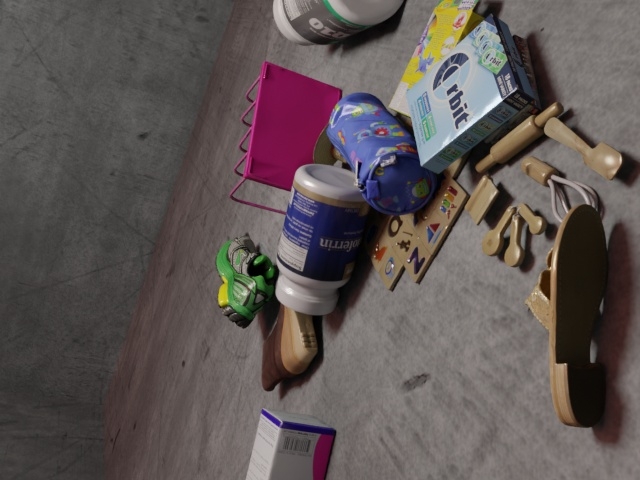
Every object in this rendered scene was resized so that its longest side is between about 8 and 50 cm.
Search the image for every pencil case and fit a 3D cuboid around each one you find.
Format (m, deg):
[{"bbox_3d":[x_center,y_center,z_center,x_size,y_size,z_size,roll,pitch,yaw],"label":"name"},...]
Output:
[{"bbox_3d":[0.096,-0.158,1.159,0.306,0.133,0.119,-112,18,-56],"label":"pencil case"}]

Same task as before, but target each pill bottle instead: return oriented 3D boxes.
[{"bbox_3d":[0.028,-0.562,1.494,0.361,0.204,0.204,15,90,67],"label":"pill bottle"},{"bbox_3d":[0.000,0.000,1.255,0.153,0.153,0.265,-122,41,-60],"label":"pill bottle"}]

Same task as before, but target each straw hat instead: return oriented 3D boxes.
[{"bbox_3d":[0.053,-0.201,1.386,0.061,0.144,0.144,33,111,24],"label":"straw hat"}]

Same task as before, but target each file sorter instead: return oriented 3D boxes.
[{"bbox_3d":[-0.092,-0.228,1.560,0.182,0.202,0.291,-31,49,60],"label":"file sorter"}]

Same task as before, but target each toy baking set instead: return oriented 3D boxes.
[{"bbox_3d":[0.282,-0.076,0.852,0.256,0.030,0.197,-46,39,48],"label":"toy baking set"}]

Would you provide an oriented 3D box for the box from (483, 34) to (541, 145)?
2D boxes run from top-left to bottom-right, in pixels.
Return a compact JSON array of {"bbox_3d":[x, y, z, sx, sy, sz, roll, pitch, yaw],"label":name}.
[{"bbox_3d":[0.271,-0.219,0.959,0.094,0.027,0.137,-44,38,51],"label":"box"}]

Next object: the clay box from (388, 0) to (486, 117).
[{"bbox_3d":[0.207,-0.309,1.117,0.222,0.053,0.127,-64,26,12],"label":"clay box"}]

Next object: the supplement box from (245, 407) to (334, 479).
[{"bbox_3d":[-0.066,0.435,1.204,0.114,0.111,0.220,-1,75,66],"label":"supplement box"}]

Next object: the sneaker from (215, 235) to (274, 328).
[{"bbox_3d":[-0.176,0.083,1.691,0.146,0.134,0.343,-41,29,12],"label":"sneaker"}]

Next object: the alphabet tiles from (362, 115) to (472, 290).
[{"bbox_3d":[0.151,-0.087,1.169,0.285,0.011,0.342,-64,26,23],"label":"alphabet tiles"}]

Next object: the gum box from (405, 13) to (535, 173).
[{"bbox_3d":[0.212,-0.213,0.966,0.184,0.041,0.157,-40,43,40],"label":"gum box"}]

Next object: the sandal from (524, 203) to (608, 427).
[{"bbox_3d":[0.259,0.080,0.726,0.079,0.088,0.240,-15,67,57],"label":"sandal"}]

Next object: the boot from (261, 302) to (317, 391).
[{"bbox_3d":[-0.081,0.181,1.418,0.207,0.090,0.248,-44,41,46],"label":"boot"}]
